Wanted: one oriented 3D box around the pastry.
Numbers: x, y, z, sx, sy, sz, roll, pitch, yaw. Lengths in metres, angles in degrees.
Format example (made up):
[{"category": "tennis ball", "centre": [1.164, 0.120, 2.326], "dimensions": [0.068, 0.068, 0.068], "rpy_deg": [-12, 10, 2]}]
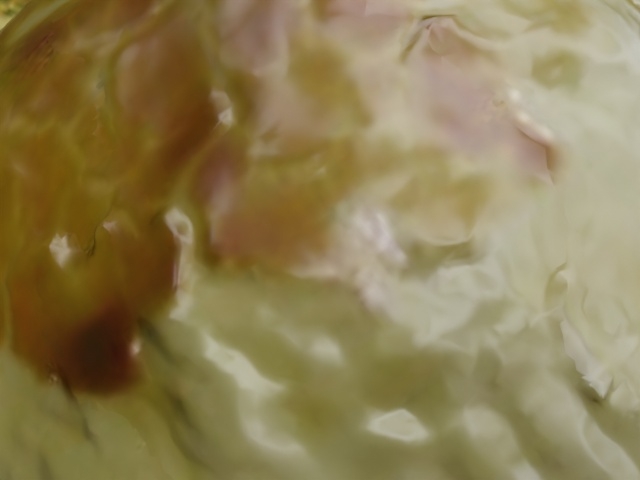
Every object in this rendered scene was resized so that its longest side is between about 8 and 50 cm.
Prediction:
[{"category": "pastry", "centre": [0.000, 0.000, 0.596], "dimensions": [0.312, 0.388, 0.388], "rpy_deg": [47, 33, -15]}]
